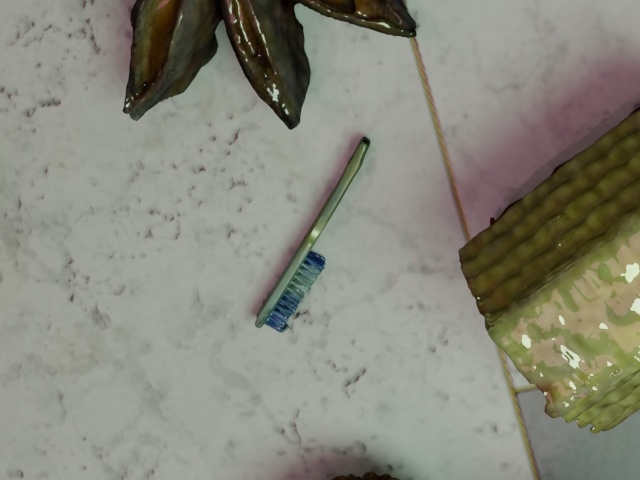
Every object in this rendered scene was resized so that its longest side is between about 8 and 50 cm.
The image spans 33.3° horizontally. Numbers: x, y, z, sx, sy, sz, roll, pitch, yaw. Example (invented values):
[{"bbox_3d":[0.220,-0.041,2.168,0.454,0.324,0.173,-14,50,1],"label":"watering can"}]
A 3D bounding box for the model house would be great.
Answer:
[{"bbox_3d":[0.204,0.008,0.675,0.196,0.254,0.160,-39,84,17],"label":"model house"}]

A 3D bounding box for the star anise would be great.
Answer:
[{"bbox_3d":[-0.064,-0.241,0.783,0.332,0.117,0.331,2,105,8],"label":"star anise"}]

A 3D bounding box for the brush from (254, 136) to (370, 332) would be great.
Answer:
[{"bbox_3d":[0.000,0.000,0.846,0.030,0.033,0.178,32,106,2],"label":"brush"}]

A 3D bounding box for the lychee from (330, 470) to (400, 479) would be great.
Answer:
[{"bbox_3d":[0.032,0.296,0.804,0.200,0.200,0.238,5,92,15],"label":"lychee"}]
